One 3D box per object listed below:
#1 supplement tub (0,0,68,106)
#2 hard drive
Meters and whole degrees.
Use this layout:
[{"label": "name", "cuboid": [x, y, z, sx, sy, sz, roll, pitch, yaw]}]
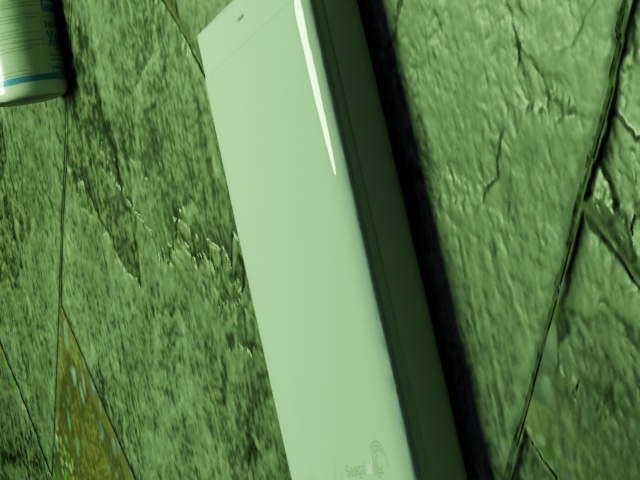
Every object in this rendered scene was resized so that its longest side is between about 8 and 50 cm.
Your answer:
[{"label": "supplement tub", "cuboid": [-0.263, -0.174, 1.712, 0.071, 0.071, 0.107, 169, 91, -69]}, {"label": "hard drive", "cuboid": [0.000, 0.000, 1.161, 0.203, 0.040, 0.308, 152, 107, -68]}]
